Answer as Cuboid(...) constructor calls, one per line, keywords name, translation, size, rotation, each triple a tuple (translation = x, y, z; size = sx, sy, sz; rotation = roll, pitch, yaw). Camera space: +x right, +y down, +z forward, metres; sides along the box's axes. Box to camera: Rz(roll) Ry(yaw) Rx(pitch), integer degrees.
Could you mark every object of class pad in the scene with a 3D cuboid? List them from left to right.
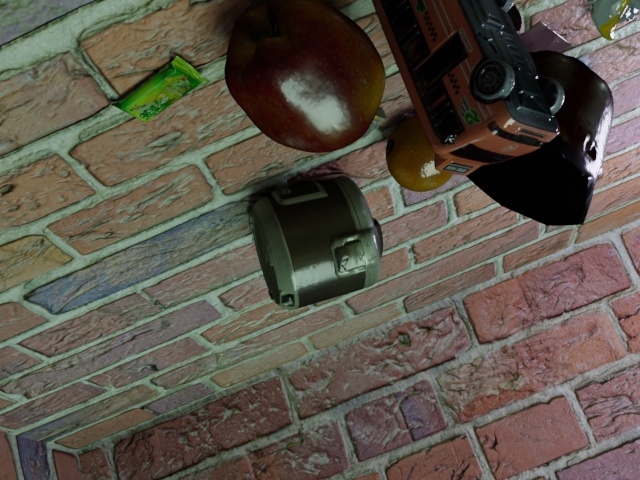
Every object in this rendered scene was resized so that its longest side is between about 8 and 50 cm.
Cuboid(name="pad", translation=(0.530, -0.469, 2.115), size=(0.113, 0.006, 0.188), rotation=(-36, 153, 29))

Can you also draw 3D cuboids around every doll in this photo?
Cuboid(name="doll", translation=(0.638, -0.558, 1.903), size=(0.103, 0.145, 0.316), rotation=(8, 172, 41))

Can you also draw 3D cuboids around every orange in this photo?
Cuboid(name="orange", translation=(0.261, -0.224, 2.198), size=(0.206, 0.206, 0.206), rotation=(-18, 157, -8))

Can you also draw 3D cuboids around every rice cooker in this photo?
Cuboid(name="rice cooker", translation=(0.000, 0.000, 2.301), size=(0.325, 0.335, 0.335), rotation=(-15, 156, -11))

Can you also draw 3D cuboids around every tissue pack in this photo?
Cuboid(name="tissue pack", translation=(0.112, -0.290, 2.115), size=(0.083, 0.035, 0.063), rotation=(-35, 154, 33))

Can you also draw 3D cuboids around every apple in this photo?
Cuboid(name="apple", translation=(-0.026, -0.313, 1.642), size=(0.288, 0.288, 0.317), rotation=(-30, 139, 21))

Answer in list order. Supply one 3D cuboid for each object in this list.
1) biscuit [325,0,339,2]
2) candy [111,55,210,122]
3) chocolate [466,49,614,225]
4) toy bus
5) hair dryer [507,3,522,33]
Cuboid(name="biscuit", translation=(0.043, -0.499, 1.618), size=(0.152, 0.020, 0.152), rotation=(-19, 157, -8))
Cuboid(name="candy", translation=(-0.320, -0.298, 1.733), size=(0.178, 0.032, 0.102), rotation=(-30, 155, 20))
Cuboid(name="chocolate", translation=(0.545, -0.275, 2.088), size=(0.331, 0.383, 0.384), rotation=(-53, 165, -20))
Cuboid(name="toy bus", translation=(0.267, -0.343, 1.640), size=(0.203, 0.427, 0.233), rotation=(5, 149, -45))
Cuboid(name="hair dryer", translation=(0.319, -0.330, 1.828), size=(0.128, 0.362, 0.203), rotation=(17, 148, -8))
